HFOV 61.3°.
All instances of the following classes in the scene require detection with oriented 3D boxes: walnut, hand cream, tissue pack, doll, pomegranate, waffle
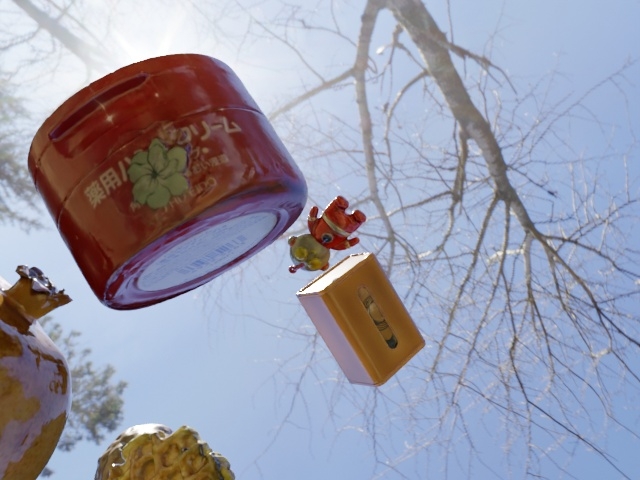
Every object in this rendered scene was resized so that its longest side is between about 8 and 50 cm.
[{"bbox_3d":[-0.395,0.552,1.204,0.227,0.273,0.273,-33,-128,1],"label":"walnut"},{"bbox_3d":[-0.135,-0.046,0.511,0.230,0.230,0.149,-34,-99,16],"label":"hand cream"},{"bbox_3d":[0.106,0.191,1.333,0.194,0.274,0.145,-36,-170,-29],"label":"tissue pack"},{"bbox_3d":[0.000,0.000,1.296,0.245,0.142,0.076,-46,-168,23],"label":"doll"},{"bbox_3d":[-0.389,0.145,0.521,0.319,0.319,0.319,-15,-120,28],"label":"pomegranate"},{"bbox_3d":[-0.234,0.399,0.729,0.301,0.058,0.281,18,-115,47],"label":"waffle"}]
